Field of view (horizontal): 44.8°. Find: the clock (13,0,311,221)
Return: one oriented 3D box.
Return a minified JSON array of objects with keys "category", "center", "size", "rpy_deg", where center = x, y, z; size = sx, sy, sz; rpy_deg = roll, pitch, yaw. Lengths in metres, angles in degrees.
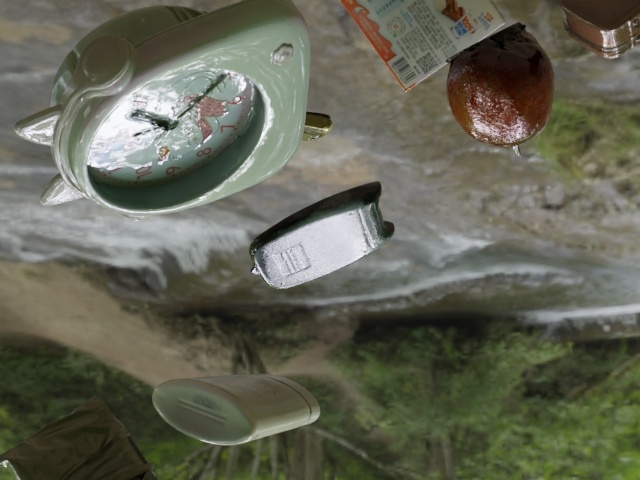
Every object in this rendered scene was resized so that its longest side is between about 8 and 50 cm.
[{"category":"clock","center":[-0.171,-0.145,0.866],"size":[0.324,0.108,0.265],"rpy_deg":[-22,152,-20]}]

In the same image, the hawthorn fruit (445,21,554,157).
[{"category":"hawthorn fruit","center":[0.319,-0.251,1.372],"size":[0.189,0.251,0.189],"rpy_deg":[-11,-150,6]}]

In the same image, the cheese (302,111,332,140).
[{"category":"cheese","center":[-0.038,-0.219,1.562],"size":[0.086,0.036,0.162],"rpy_deg":[5,171,-19]}]

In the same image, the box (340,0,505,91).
[{"category":"box","center":[0.216,-0.508,1.685],"size":[0.265,0.273,0.048],"rpy_deg":[-31,-166,23]}]

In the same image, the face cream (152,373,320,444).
[{"category":"face cream","center":[-0.118,0.267,1.268],"size":[0.173,0.081,0.348],"rpy_deg":[15,177,20]}]

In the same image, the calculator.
[{"category":"calculator","center":[0.000,0.000,1.358],"size":[0.268,0.040,0.177],"rpy_deg":[-24,140,2]}]

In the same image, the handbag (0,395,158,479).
[{"category":"handbag","center":[-0.463,0.494,1.564],"size":[0.253,0.316,0.109],"rpy_deg":[-33,166,-35]}]

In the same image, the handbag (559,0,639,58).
[{"category":"handbag","center":[0.484,-0.388,1.240],"size":[0.193,0.151,0.072],"rpy_deg":[-42,137,-4]}]
